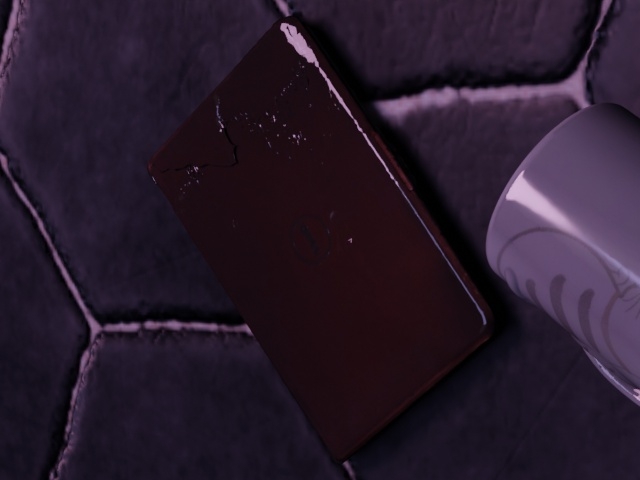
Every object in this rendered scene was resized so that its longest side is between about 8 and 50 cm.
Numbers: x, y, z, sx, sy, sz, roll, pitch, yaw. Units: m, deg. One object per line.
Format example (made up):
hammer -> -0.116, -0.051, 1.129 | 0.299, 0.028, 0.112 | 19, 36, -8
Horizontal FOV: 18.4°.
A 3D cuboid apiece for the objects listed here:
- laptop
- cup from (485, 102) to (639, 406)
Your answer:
laptop -> 0.000, 0.000, 1.071 | 0.154, 0.026, 0.207 | -44, 72, 36
cup -> 0.146, 0.027, 0.896 | 0.133, 0.099, 0.136 | 39, 123, 27
